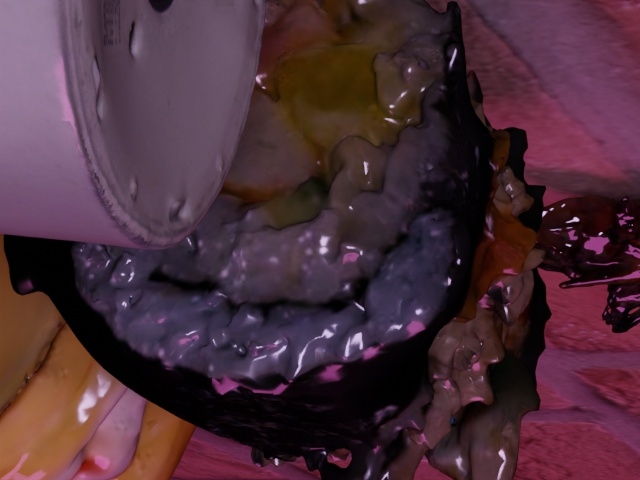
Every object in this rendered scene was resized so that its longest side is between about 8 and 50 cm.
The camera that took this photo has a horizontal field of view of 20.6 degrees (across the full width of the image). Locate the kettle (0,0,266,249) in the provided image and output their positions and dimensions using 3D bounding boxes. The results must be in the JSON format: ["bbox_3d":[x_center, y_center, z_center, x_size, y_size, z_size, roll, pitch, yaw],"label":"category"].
[{"bbox_3d":[-0.186,-0.124,0.622,0.318,0.265,0.205,2,130,13],"label":"kettle"}]

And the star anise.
[{"bbox_3d":[0.190,0.011,1.057,0.212,0.053,0.157,12,161,-20],"label":"star anise"}]

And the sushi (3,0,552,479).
[{"bbox_3d":[0.002,0.002,0.825,0.225,0.238,0.219,15,172,29],"label":"sushi"}]

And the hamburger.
[{"bbox_3d":[-0.183,0.072,1.038,0.276,0.276,0.237,-4,151,29],"label":"hamburger"}]
